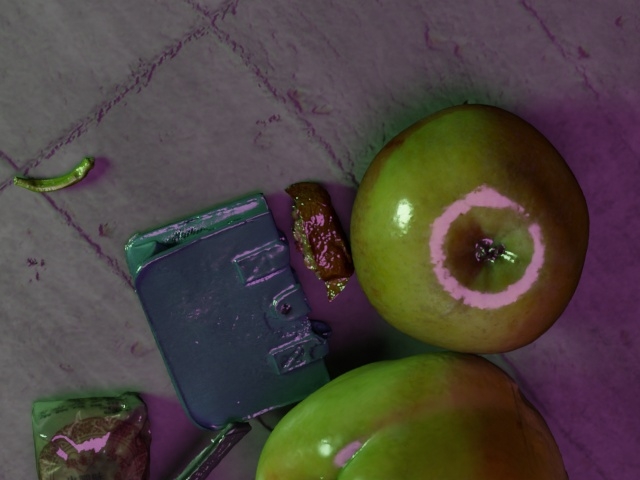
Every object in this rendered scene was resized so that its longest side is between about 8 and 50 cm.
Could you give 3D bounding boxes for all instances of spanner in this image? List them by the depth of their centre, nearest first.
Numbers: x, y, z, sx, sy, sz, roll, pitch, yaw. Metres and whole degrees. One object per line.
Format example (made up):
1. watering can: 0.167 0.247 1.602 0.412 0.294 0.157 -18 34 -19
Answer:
1. spanner: -0.183 0.305 1.890 0.325 0.026 0.093 -46 143 20

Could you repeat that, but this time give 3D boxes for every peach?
1. peach: 0.099 0.276 1.807 0.316 0.281 0.314 22 126 -43

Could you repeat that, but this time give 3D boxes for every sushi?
1. sushi: 0.000 0.000 1.797 0.055 0.052 0.120 -23 116 3

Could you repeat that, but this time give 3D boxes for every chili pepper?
1. chili pepper: -0.264 -0.064 1.745 0.083 0.017 0.030 -20 116 -3

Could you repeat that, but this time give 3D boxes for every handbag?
1. handbag: -0.087 0.077 1.814 0.179 0.062 0.229 -19 119 -2

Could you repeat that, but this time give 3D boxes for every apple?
1. apple: 0.149 -0.005 1.742 0.261 0.194 0.261 -1 110 -3

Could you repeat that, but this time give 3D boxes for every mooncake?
1. mooncake: -0.240 0.229 1.857 0.125 0.073 0.130 -7 118 -8
